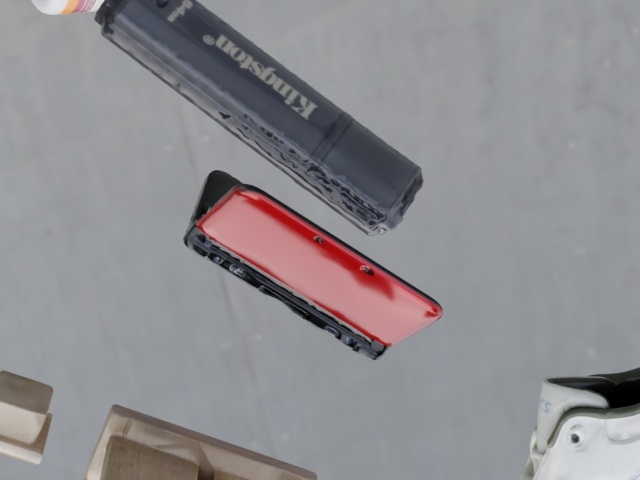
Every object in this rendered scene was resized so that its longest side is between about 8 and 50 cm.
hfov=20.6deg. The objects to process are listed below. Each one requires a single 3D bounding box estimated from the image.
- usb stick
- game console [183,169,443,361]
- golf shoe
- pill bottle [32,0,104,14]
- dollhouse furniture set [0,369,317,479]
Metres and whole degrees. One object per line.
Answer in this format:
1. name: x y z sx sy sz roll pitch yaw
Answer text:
1. usb stick: -0.044 -0.105 1.333 0.077 0.278 0.045 -54 -179 -36
2. game console: 0.000 0.000 1.065 0.144 0.124 0.085 33 120 -12
3. golf shoe: 0.094 0.088 0.652 0.176 0.086 0.069 -37 -163 11
4. pill bottle: -0.183 -0.296 1.776 0.221 0.121 0.121 -9 164 -27
5. dollhouse furniture set: -0.068 0.270 0.988 0.355 0.303 0.174 20 115 -8
